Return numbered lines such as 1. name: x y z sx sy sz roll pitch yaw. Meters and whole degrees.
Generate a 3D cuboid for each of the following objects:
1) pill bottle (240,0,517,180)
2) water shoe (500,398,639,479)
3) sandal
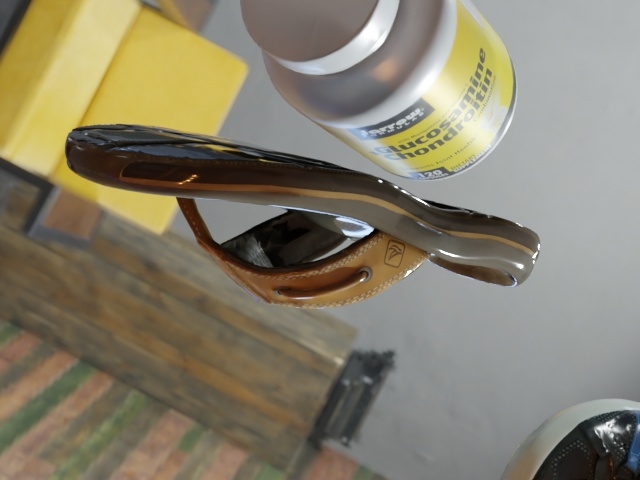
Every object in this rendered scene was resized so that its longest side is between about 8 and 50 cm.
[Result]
1. pill bottle: 0.032 -0.099 0.666 0.103 0.103 0.184 -63 153 1
2. water shoe: 0.191 0.135 0.721 0.203 0.080 0.073 -3 120 -35
3. sandal: 0.000 0.000 0.509 0.219 0.090 0.060 16 91 -42
